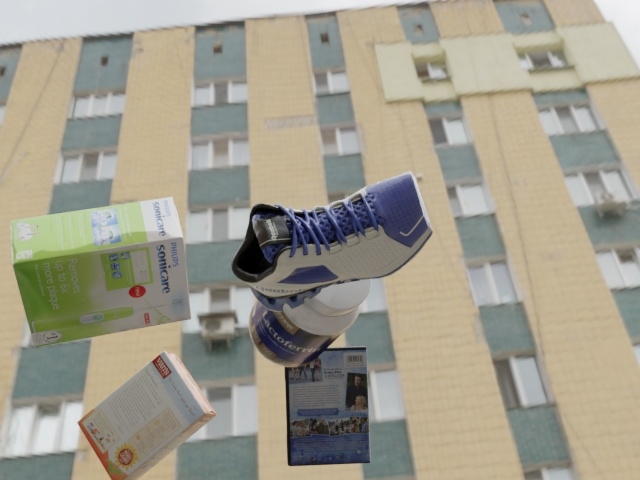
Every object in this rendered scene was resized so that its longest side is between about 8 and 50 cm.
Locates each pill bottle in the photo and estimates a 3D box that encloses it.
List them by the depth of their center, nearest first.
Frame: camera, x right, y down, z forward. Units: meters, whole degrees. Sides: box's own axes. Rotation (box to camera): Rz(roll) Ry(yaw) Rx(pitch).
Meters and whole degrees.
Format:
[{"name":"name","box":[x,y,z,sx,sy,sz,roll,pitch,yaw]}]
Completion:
[{"name":"pill bottle","box":[-0.018,0.108,1.640,0.153,0.153,0.264,12,-29,-16]}]

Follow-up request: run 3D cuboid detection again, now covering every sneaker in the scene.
[{"name":"sneaker","box":[-0.001,0.000,1.397,0.315,0.127,0.182,-27,-25,16]}]

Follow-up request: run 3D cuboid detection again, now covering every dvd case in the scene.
[{"name":"dvd case","box":[0.014,0.357,2.063,0.180,0.253,0.022,-2,-2,-3]}]

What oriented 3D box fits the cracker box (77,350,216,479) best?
[{"name":"cracker box","box":[-0.342,0.351,1.881,0.232,0.155,0.067,-39,-21,5]}]

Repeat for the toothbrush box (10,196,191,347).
[{"name":"toothbrush box","box":[-0.383,0.055,1.684,0.283,0.122,0.206,-10,-47,-13]}]
